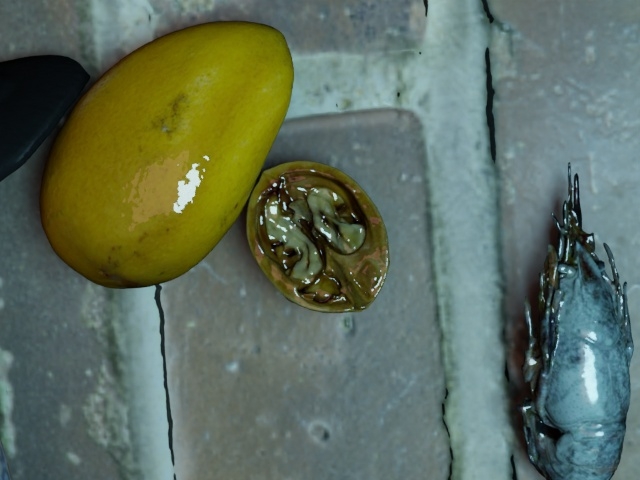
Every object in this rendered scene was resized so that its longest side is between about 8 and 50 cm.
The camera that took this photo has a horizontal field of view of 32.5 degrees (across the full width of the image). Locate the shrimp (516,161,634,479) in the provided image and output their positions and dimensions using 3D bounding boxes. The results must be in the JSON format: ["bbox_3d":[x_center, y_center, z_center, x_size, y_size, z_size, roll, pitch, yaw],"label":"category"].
[{"bbox_3d":[0.179,0.062,0.762,0.090,0.079,0.232,-1,91,-29],"label":"shrimp"}]

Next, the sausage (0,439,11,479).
[{"bbox_3d":[-0.334,0.147,0.748,0.233,0.233,0.287,-14,93,7],"label":"sausage"}]

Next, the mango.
[{"bbox_3d":[-0.103,-0.065,0.768,0.145,0.112,0.219,40,89,24],"label":"mango"}]

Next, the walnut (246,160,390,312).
[{"bbox_3d":[0.000,0.000,0.787,0.091,0.052,0.121,-34,82,0],"label":"walnut"}]

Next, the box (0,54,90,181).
[{"bbox_3d":[-0.276,-0.067,0.748,0.213,0.201,0.042,-9,119,14],"label":"box"}]
